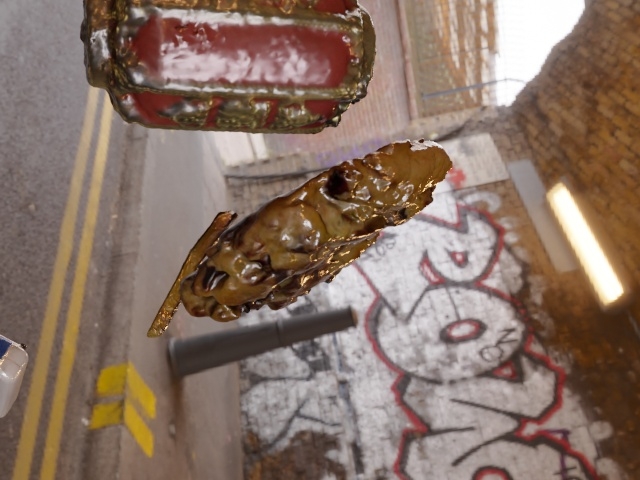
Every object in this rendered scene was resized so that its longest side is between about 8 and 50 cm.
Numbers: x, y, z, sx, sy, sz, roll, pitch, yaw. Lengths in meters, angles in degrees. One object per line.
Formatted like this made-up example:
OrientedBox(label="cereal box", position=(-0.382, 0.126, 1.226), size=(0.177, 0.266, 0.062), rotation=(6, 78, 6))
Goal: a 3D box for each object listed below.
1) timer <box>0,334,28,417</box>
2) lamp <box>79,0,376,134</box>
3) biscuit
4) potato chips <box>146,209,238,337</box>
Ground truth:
OrientedBox(label="timer", position=(-0.572, 0.196, 1.172), size=(0.253, 0.178, 0.078), rotation=(-46, -163, 51))
OrientedBox(label="lamp", position=(-0.085, -0.185, 0.682), size=(0.177, 0.273, 0.177), rotation=(180, -90, -69))
OrientedBox(label="biscuit", position=(-0.002, 0.000, 0.795), size=(0.081, 0.334, 0.289), rotation=(60, 23, 8))
OrientedBox(label="potato chips", position=(-0.168, 0.039, 0.942), size=(0.204, 0.026, 0.037), rotation=(-62, 171, -20))
